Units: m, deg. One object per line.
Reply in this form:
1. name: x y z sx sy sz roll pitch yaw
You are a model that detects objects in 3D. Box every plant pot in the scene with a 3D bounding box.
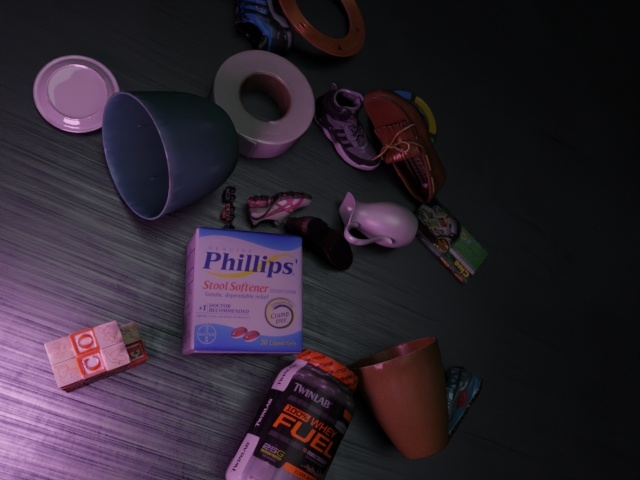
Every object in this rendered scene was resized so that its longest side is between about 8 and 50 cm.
1. plant pot: 0.224 0.399 1.429 0.237 0.237 0.254 -18 84 -25
2. plant pot: -0.341 -0.220 1.364 0.235 0.293 0.293 -23 84 -42

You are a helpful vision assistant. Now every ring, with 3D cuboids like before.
1. ring: 0.000 -0.698 1.726 0.337 0.032 0.336 17 61 -34

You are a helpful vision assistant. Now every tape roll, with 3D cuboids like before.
1. tape roll: -0.164 -0.372 1.569 0.286 0.100 0.286 6 73 -21

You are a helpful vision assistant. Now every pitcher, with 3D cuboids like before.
1. pitcher: 0.160 -0.036 1.578 0.207 0.125 0.177 16 45 -12

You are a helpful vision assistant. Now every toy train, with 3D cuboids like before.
1. toy train: -0.242 -0.068 1.490 0.036 0.027 0.158 5 73 -17

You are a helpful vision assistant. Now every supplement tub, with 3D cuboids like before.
1. supplement tub: -0.053 0.439 1.319 0.207 0.207 0.338 33 66 -10

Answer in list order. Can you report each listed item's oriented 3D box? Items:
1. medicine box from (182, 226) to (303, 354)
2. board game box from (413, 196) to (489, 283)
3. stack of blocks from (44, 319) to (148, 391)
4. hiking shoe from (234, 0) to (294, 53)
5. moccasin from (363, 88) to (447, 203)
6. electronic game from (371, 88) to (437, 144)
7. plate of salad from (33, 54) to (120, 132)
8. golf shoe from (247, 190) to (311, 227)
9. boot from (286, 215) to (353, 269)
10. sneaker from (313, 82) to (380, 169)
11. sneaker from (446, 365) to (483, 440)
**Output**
1. medicine box: -0.188 0.132 1.387 0.264 0.149 0.289 5 74 -21
2. board game box: 0.384 -0.006 1.723 0.259 0.030 0.136 46 62 -4
3. stack of blocks: -0.451 0.235 1.168 0.171 0.297 0.087 -19 82 -24
4. hiking shoe: -0.198 -0.667 1.633 0.132 0.113 0.304 -32 88 -27
5. moccasin: 0.231 -0.262 1.620 0.380 0.139 0.147 57 48 -36
6. electronic game: 0.262 -0.363 1.766 0.229 0.048 0.229 6 73 -21
7. plate of salad: -0.603 -0.362 1.420 0.200 0.048 0.199 2 83 -15
8. golf shoe: -0.108 -0.086 1.537 0.186 0.067 0.085 -11 109 -27
9. boot: 0.000 0.000 1.544 0.082 0.106 0.219 -56 130 -16
10. sneaker: 0.091 -0.325 1.627 0.101 0.153 0.268 -42 93 -26
11. sneaker: 0.326 0.458 1.544 0.125 0.104 0.262 32 73 25
